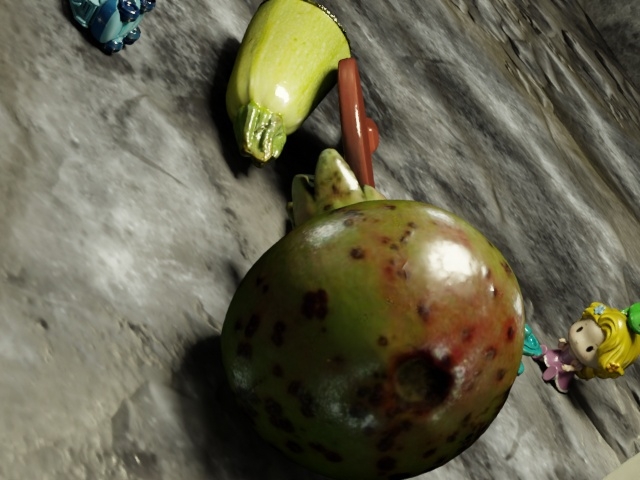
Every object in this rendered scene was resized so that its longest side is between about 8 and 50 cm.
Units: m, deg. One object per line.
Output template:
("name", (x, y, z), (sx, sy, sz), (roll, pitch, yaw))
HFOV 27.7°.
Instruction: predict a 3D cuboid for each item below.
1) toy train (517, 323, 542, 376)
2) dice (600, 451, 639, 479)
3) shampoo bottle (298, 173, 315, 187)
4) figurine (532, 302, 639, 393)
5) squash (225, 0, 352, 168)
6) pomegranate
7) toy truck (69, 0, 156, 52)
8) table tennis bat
("toy train", (0.138, 0.103, 1.341), (0.154, 0.107, 0.198), (47, 22, 12))
("dice", (0.347, 0.340, 1.100), (0.277, 0.304, 0.304), (46, 24, -6))
("shampoo bottle", (0.000, 0.000, 1.298), (0.065, 0.065, 0.204), (40, 26, -21))
("figurine", (0.357, 0.128, 1.610), (0.115, 0.156, 0.095), (11, 45, -52))
("squash", (-0.046, -0.181, 1.409), (0.137, 0.137, 0.287), (45, 26, -11))
("pomegranate", (0.020, 0.060, 1.073), (0.242, 0.242, 0.306), (25, 10, -43))
("toy truck", (-0.216, -0.235, 1.283), (0.090, 0.056, 0.073), (38, 30, 3))
("table tennis bat", (0.047, -0.107, 1.463), (0.310, 0.038, 0.200), (-75, 158, -80))
